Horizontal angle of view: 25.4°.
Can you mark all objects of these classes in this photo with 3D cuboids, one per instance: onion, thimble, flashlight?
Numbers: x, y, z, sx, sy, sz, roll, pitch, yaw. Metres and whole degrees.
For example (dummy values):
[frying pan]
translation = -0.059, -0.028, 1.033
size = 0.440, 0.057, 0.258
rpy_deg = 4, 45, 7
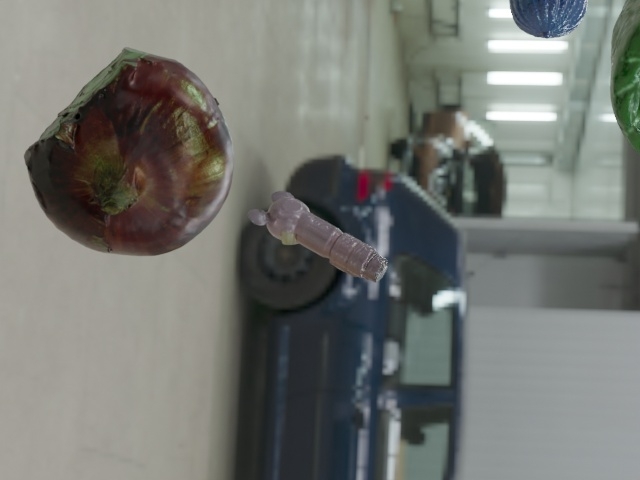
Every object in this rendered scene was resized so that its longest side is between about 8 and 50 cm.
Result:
[onion]
translation = -0.103, -0.044, 0.802
size = 0.118, 0.117, 0.119
rpy_deg = 41, 29, -29
[thimble]
translation = 0.233, -0.109, 0.835
size = 0.118, 0.130, 0.090
rpy_deg = 58, 26, -23
[flashlight]
translation = 0.000, 0.000, 1.056
size = 0.052, 0.110, 0.031
rpy_deg = -39, 153, -48

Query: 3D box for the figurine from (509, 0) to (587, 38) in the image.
[figurine]
translation = 0.195, -0.235, 1.267
size = 0.136, 0.077, 0.079
rpy_deg = -95, -153, -56
